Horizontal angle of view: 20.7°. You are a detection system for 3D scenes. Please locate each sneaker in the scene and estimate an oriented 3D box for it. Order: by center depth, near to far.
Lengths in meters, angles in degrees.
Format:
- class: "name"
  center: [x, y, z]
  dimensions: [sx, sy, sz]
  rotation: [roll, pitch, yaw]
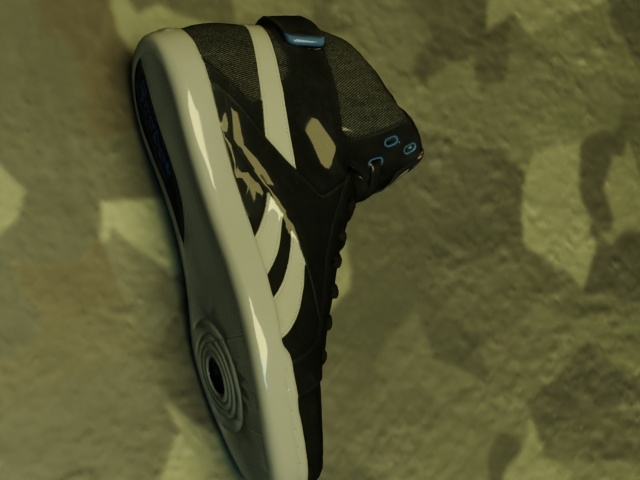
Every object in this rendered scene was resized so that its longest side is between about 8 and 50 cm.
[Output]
- class: "sneaker"
  center: [0.000, 0.000, 0.793]
  dimensions: [0.121, 0.079, 0.217]
  rotation: [-13, 88, -24]
